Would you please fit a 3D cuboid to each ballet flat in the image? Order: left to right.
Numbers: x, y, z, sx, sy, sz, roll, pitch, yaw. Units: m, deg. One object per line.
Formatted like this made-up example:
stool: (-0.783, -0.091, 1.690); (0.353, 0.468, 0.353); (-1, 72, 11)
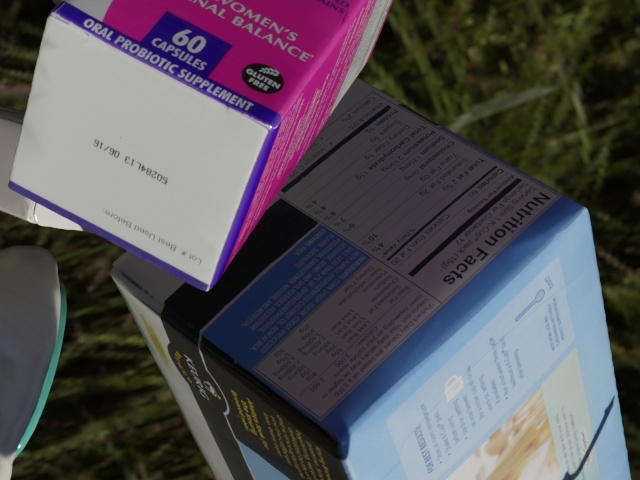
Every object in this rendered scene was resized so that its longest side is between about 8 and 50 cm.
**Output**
ballet flat: (-0.245, 0.134, 0.961); (0.139, 0.139, 0.400); (44, 37, -36)

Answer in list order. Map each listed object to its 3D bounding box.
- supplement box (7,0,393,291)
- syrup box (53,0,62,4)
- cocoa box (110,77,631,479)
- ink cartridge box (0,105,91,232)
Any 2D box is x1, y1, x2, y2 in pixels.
supplement box: (-0.044, -0.099, 0.794); (0.111, 0.114, 0.220); (27, 42, 4)
syrup box: (-0.157, -0.314, 1.429); (0.096, 0.093, 0.237); (91, 17, -63)
cocoa box: (0.052, 0.108, 1.131); (0.231, 0.228, 0.347); (-42, 141, -20)
ink cartridge box: (-0.250, -0.066, 1.395); (0.139, 0.190, 0.082); (10, 95, -51)
